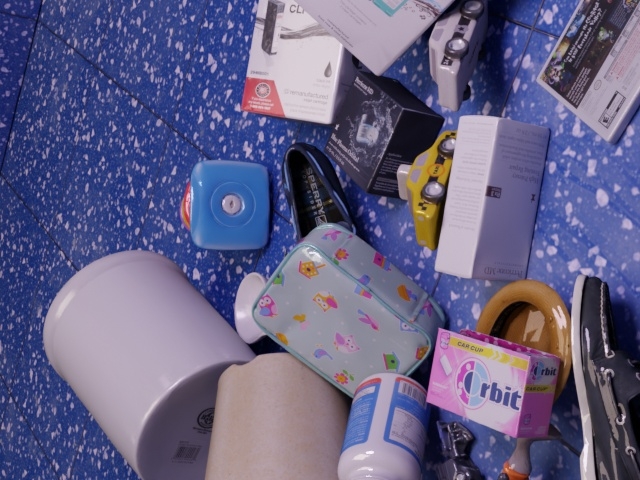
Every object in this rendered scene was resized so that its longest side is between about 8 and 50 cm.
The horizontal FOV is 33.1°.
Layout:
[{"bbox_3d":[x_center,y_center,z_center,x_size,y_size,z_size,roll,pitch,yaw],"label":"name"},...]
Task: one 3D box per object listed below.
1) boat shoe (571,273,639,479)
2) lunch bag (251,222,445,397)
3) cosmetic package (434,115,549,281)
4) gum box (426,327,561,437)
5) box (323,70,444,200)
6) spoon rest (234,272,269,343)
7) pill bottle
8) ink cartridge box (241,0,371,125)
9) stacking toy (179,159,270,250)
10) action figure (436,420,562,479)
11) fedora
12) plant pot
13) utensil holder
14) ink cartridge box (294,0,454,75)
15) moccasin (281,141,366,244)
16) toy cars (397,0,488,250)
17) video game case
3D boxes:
[{"bbox_3d":[0.381,0.204,1.343,0.113,0.127,0.340,-8,68,23],"label":"boat shoe"},{"bbox_3d":[0.038,0.118,1.709,0.279,0.108,0.224,38,128,2],"label":"lunch bag"},{"bbox_3d":[0.248,-0.058,1.556,0.085,0.117,0.231,11,95,53],"label":"cosmetic package"},{"bbox_3d":[0.226,0.188,1.455,0.188,0.062,0.107,14,96,54],"label":"gum box"},{"bbox_3d":[0.102,-0.176,1.796,0.156,0.093,0.158,48,121,47],"label":"box"},{"bbox_3d":[-0.091,0.141,2.017,0.276,0.084,0.137,16,97,53],"label":"spoon rest"},{"bbox_3d":[0.093,0.315,1.607,0.124,0.124,0.221,-47,16,39],"label":"pill bottle"},{"bbox_3d":[-0.013,-0.346,1.912,0.197,0.114,0.273,12,94,31],"label":"ink cartridge box"},{"bbox_3d":[-0.225,-0.064,2.205,0.302,0.165,0.175,175,96,-68],"label":"stacking toy"},{"bbox_3d":[0.203,0.378,1.499,0.330,0.178,0.341,-49,45,37],"label":"action figure"},{"bbox_3d":[0.296,0.151,1.488,0.194,0.079,0.194,-13,74,53],"label":"fedora"},{"bbox_3d":[-0.058,0.366,1.777,0.334,0.334,0.305,-40,42,43],"label":"plant pot"},{"bbox_3d":[-0.306,0.247,2.080,0.385,0.327,0.327,39,116,43],"label":"utensil holder"},{"bbox_3d":[0.128,-0.438,1.653,0.270,0.197,0.198,-42,11,42],"label":"ink cartridge box"},{"bbox_3d":[0.000,0.000,1.808,0.137,0.117,0.342,-27,80,11],"label":"moccasin"},{"bbox_3d":[0.176,-0.184,1.618,0.087,0.176,0.394,10,93,18],"label":"toy cars"},{"bbox_3d":[0.394,-0.257,1.470,0.173,0.022,0.190,53,127,43],"label":"video game case"}]
